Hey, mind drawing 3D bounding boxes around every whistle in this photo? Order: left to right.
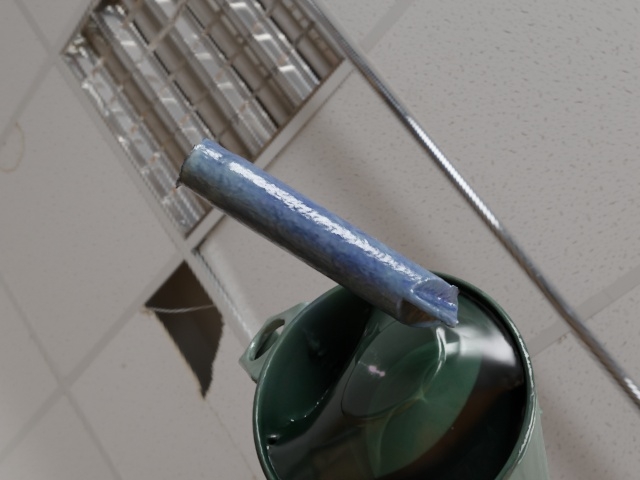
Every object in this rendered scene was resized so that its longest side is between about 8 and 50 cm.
[{"bbox_3d":[0.000,0.000,0.733,0.304,0.062,0.062,31,-65,4],"label":"whistle"}]

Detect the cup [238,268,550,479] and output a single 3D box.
[{"bbox_3d":[0.109,0.227,0.947,0.310,0.392,0.401,-32,-131,0],"label":"cup"}]
